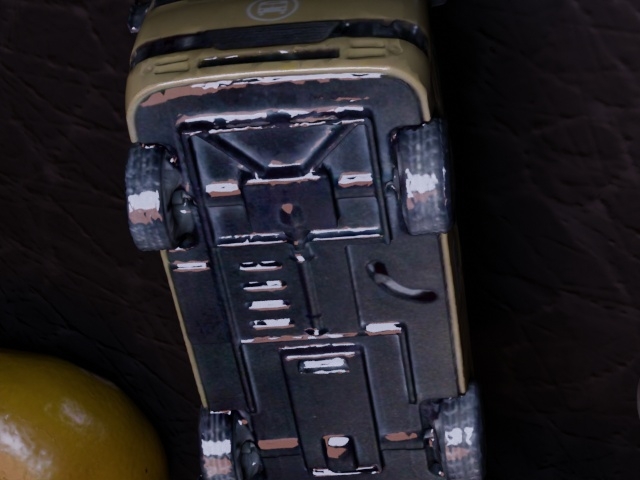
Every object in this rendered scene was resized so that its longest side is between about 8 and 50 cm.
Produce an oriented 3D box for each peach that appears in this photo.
[{"bbox_3d":[-0.243,0.177,1.416,0.251,0.153,0.251,2,142,2],"label":"peach"}]

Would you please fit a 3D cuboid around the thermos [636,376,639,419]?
[{"bbox_3d":[0.289,0.020,0.980,0.176,0.146,0.265,27,134,12],"label":"thermos"}]

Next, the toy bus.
[{"bbox_3d":[0.000,0.000,1.067,0.177,0.202,0.365,-3,134,7],"label":"toy bus"}]
